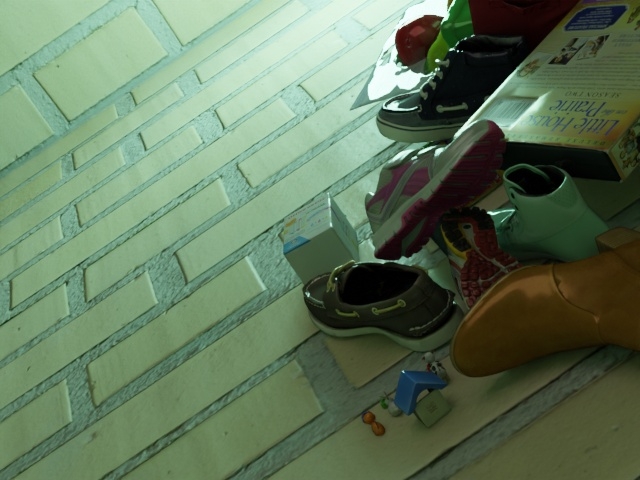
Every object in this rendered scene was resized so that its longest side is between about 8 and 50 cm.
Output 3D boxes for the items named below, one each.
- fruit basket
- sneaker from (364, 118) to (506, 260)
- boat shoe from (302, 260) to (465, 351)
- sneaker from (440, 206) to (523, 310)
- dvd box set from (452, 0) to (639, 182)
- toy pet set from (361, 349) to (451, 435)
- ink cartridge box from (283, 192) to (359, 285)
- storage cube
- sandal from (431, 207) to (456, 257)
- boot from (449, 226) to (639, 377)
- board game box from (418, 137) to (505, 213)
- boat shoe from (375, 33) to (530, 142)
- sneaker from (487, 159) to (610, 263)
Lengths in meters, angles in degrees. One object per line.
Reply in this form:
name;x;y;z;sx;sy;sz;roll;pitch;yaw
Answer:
fruit basket;0.248;-0.375;2.275;0.353;0.165;0.327;-19;33;44
sneaker;0.142;-0.087;1.681;0.252;0.103;0.111;-44;59;26
boat shoe;0.068;0.076;1.728;0.116;0.097;0.324;-44;26;-20
sneaker;0.221;0.054;1.610;0.088;0.092;0.225;-13;41;1
dvd box set;0.415;-0.250;1.696;0.420;0.062;0.307;-47;28;-19
toy pet set;0.103;0.184;1.521;0.122;0.065;0.114;-38;24;-7
ink cartridge box;0.000;0.000;1.966;0.092;0.090;0.143;-29;25;12
storage cube;0.341;-0.412;1.977;0.184;0.193;0.215;2;62;15
sandal;0.167;-0.048;1.834;0.054;0.097;0.254;-34;24;0
boot;0.305;0.089;1.397;0.295;0.104;0.211;-33;23;-7
board game box;0.203;-0.112;1.990;0.124;0.039;0.259;-36;21;-7
boat shoe;0.218;-0.256;2.016;0.340;0.158;0.127;1;35;39
sneaker;0.272;-0.049;1.636;0.094;0.151;0.256;-45;25;-19
